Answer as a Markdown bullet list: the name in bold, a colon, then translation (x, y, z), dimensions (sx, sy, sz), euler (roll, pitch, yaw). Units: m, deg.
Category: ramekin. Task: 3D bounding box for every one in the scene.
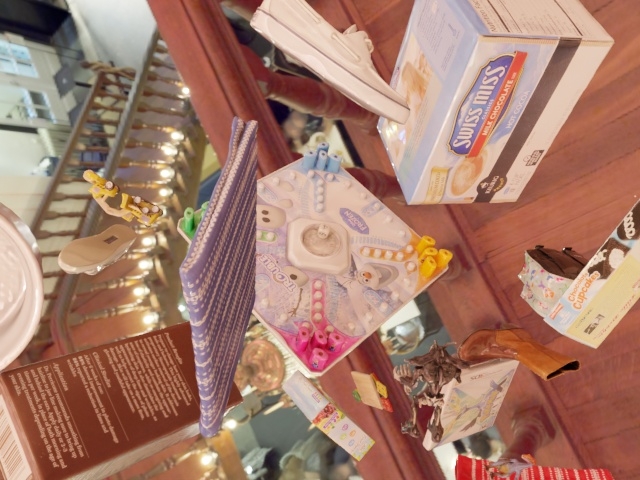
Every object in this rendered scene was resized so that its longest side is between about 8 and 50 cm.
- **ramekin**: translation (-0.523, 0.054, 0.736), dimensions (0.135, 0.277, 0.277), euler (-146, 64, -65)

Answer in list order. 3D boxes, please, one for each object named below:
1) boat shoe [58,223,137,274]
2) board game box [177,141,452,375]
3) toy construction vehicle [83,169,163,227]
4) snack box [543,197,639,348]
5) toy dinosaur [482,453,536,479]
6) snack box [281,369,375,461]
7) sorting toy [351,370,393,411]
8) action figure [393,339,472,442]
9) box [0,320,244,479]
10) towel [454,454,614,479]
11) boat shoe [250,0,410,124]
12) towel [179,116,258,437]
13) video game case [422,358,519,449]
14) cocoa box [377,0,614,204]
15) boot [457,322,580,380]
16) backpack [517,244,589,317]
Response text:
- **boat shoe**: translation (-0.486, 0.035, 1.184), dimensions (0.079, 0.227, 0.081), euler (32, 113, 4)
- **board game box**: translation (0.000, 0.000, 1.033), dimensions (0.390, 0.390, 0.050), euler (44, 144, 19)
- **toy construction vehicle**: translation (-0.234, -0.041, 0.643), dimensions (0.098, 0.086, 0.035), euler (29, 82, -3)
- **snack box**: translation (0.643, 0.081, 1.173), dimensions (0.322, 0.187, 0.060), euler (-56, 41, 12)
- **toy dinosaur**: translation (0.307, 0.360, 0.876), dimensions (0.082, 0.090, 0.047), euler (-28, 92, 17)
- **snack box**: translation (0.019, 0.438, 1.364), dimensions (0.070, 0.207, 0.174), euler (-46, 31, -10)
- **sorting toy**: translation (0.190, 0.544, 1.996), dimensions (0.274, 0.046, 0.132), euler (-12, 102, 63)
- **action figure**: translation (0.258, 0.337, 1.296), dimensions (0.164, 0.141, 0.275), euler (4, 109, -10)
- **box**: translation (-0.342, 0.282, 0.935), dimensions (0.143, 0.381, 0.191), euler (-46, 67, 34)
- **towel**: translation (0.365, 0.430, 0.916), dimensions (0.275, 0.199, 0.031), euler (-1, 95, 17)
- **boat shoe**: translation (0.032, -0.257, 0.748), dimensions (0.258, 0.095, 0.084), euler (31, 100, -18)
- **towel**: translation (-0.117, 0.055, 0.644), dimensions (0.040, 0.243, 0.336), euler (9, 136, 1)
- **video game case**: translation (0.503, 0.536, 1.800), dimensions (0.036, 0.300, 0.328), euler (47, 136, 48)
- **cocoa box**: translation (0.266, -0.258, 0.937), dimensions (0.347, 0.228, 0.231), euler (104, 157, -50)
- **boot**: translation (0.602, 0.368, 1.675), dimensions (0.280, 0.264, 0.096), euler (-143, 51, -62)
- **backpack**: translation (0.712, 0.132, 1.566), dimensions (0.225, 0.253, 0.191), euler (6, 102, -6)
